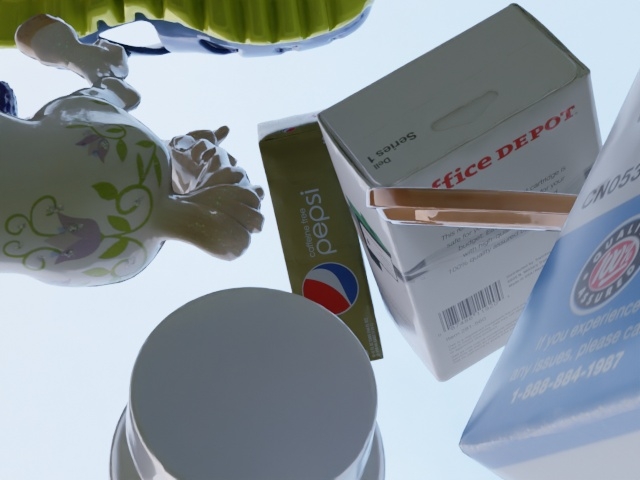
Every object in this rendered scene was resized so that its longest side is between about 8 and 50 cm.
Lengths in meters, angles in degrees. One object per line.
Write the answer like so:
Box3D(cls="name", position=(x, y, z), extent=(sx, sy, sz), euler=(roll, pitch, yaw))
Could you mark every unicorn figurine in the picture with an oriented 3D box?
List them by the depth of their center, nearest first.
Box3D(cls="unicorn figurine", position=(-0.085, -0.008, 0.312), extent=(0.162, 0.060, 0.111), euler=(-13, -148, -15))

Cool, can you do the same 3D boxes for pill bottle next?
Box3D(cls="pill bottle", position=(-0.034, 0.117, 0.746), extent=(0.119, 0.208, 0.119), euler=(3, -126, -4))

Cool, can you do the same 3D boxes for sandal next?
Box3D(cls="sandal", position=(-0.114, -0.191, 1.297), extent=(0.317, 0.138, 0.126), euler=(1, -101, 5))

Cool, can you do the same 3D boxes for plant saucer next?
Box3D(cls="plant saucer", position=(0.058, -0.011, 0.605), extent=(0.084, 0.083, 0.013), euler=(3, -90, -6))

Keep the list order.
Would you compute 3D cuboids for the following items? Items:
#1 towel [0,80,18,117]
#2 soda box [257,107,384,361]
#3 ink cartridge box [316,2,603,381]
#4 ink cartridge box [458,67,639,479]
Box3D(cls="towel", position=(-0.236, 0.079, 0.932), extent=(0.076, 0.227, 0.308), euler=(12, -119, -15))
Box3D(cls="soda box", position=(0.000, 0.000, 1.229), extent=(0.058, 0.061, 0.181), euler=(-13, -73, 1))
Box3D(cls="ink cartridge box", position=(0.106, -0.029, 1.137), extent=(0.160, 0.219, 0.092), euler=(-30, -130, -8))
Box3D(cls="ink cartridge box", position=(0.192, -0.059, 0.425), extent=(0.129, 0.223, 0.307), euler=(34, -116, -11))
